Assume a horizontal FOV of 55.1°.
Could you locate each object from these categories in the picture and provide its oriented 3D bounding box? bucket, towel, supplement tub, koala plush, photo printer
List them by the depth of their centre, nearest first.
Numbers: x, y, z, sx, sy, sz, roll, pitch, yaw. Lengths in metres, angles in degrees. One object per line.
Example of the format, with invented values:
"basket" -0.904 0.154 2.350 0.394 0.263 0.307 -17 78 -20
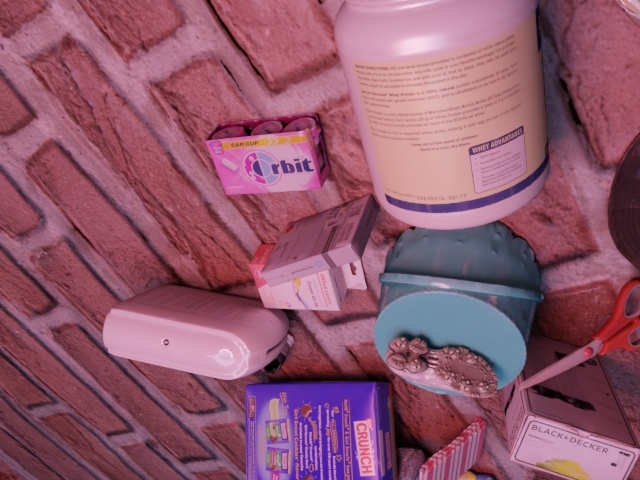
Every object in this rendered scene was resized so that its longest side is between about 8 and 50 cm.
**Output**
"supplement tub" 0.151 -0.202 0.756 0.235 0.235 0.325 -3 127 22
"bucket" 0.223 0.111 1.024 0.281 0.183 0.281 10 131 12
"photo printer" -0.221 0.174 1.202 0.307 0.256 0.107 9 99 12
"towel" 0.280 0.478 1.321 0.029 0.197 0.144 38 145 40
"koala plush" 0.161 0.599 1.401 0.203 0.221 0.196 -9 149 31

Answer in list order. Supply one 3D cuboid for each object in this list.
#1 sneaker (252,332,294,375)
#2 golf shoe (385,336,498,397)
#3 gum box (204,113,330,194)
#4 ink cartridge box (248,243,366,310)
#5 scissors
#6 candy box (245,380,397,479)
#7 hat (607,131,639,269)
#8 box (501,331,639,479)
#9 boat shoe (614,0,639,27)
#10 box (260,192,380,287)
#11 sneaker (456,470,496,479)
"sneaker" -0.122 0.264 1.352 0.063 0.075 0.170 37 131 -11
"golf shoe" 0.187 0.203 0.961 0.176 0.069 0.086 19 152 9
"gum box" -0.080 -0.140 1.008 0.188 0.062 0.107 -2 128 21
"ink cartridge box" -0.022 0.069 1.157 0.198 0.067 0.115 -1 128 21
"scissors" 0.440 0.177 0.973 0.109 0.297 0.021 56 165 -16
"candy box" 0.000 0.443 1.331 0.317 0.268 0.122 -7 168 26
"hat" 0.553 -0.024 0.825 0.331 0.134 0.331 11 131 13
"box" 0.392 0.264 1.011 0.169 0.290 0.087 16 111 6
"boat shoe" 0.352 -0.327 0.649 0.355 0.132 0.130 36 131 -12
"box" 0.000 0.000 1.040 0.186 0.145 0.038 -18 119 31
"sneaker" 0.391 0.643 1.468 0.126 0.091 0.240 -7 125 24
